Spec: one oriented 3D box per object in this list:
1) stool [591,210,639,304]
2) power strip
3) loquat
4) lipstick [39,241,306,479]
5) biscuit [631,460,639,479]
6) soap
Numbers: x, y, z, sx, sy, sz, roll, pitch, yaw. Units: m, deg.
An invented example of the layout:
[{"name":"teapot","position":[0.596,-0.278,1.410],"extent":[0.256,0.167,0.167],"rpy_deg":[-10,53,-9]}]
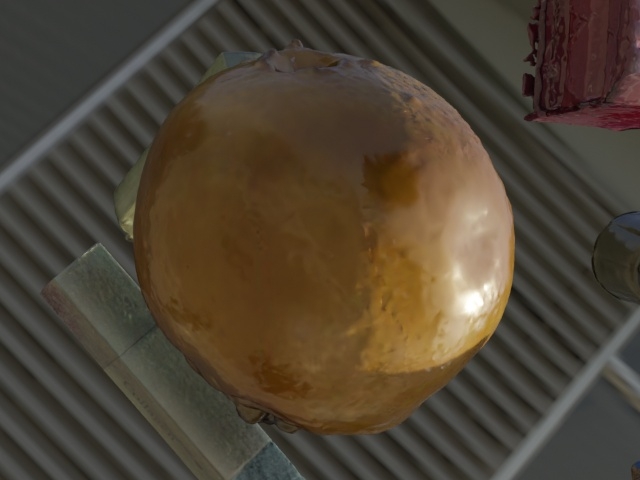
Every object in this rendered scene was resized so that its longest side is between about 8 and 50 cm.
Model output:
[{"name":"stool","position":[0.336,0.022,1.725],"extent":[0.096,0.096,0.110],"rpy_deg":[53,-6,-16]},{"name":"power strip","position":[-0.125,-0.090,1.692],"extent":[0.286,0.080,0.048],"rpy_deg":[-47,-133,40]},{"name":"loquat","position":[0.000,0.000,1.394],"extent":[0.328,0.328,0.328],"rpy_deg":[33,-29,22]},{"name":"lipstick","position":[-0.142,0.146,1.645],"extent":[0.317,0.068,0.066],"rpy_deg":[50,-24,-3]},{"name":"biscuit","position":[0.433,0.335,2.058],"extent":[0.026,0.124,0.175],"rpy_deg":[81,-7,-49]},{"name":"soap","position":[0.207,-0.203,1.122],"extent":[0.162,0.099,0.250],"rpy_deg":[179,-86,-77]}]
